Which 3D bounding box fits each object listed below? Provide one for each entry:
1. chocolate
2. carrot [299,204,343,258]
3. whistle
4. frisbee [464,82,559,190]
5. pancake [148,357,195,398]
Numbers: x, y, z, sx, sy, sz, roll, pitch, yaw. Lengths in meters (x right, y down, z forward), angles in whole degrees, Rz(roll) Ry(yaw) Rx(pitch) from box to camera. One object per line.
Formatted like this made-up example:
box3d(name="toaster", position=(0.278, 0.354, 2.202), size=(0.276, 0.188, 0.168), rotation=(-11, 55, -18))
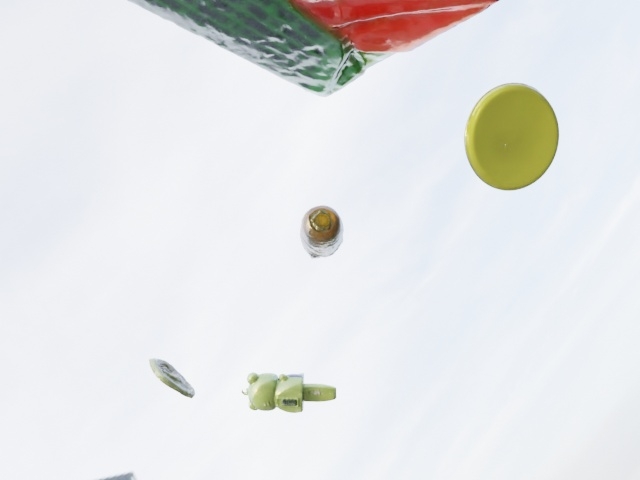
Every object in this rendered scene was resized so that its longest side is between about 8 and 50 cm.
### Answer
box3d(name="chocolate", position=(-0.049, -0.313, 0.551), size=(0.360, 0.341, 0.161), rotation=(20, -101, -28))
box3d(name="carrot", position=(-0.001, -0.001, 0.924), size=(0.070, 0.070, 0.342), rotation=(-43, -3, -6))
box3d(name="whistle", position=(-0.076, 0.360, 1.344), size=(0.227, 0.085, 0.105), rotation=(-1, -67, 1))
box3d(name="frisbee", position=(0.423, -0.226, 1.236), size=(0.236, 0.017, 0.236), rotation=(-3, -80, -14))
box3d(name="pancake", position=(-0.272, 0.250, 1.030), size=(0.017, 0.108, 0.108), rotation=(-50, -39, -7))
